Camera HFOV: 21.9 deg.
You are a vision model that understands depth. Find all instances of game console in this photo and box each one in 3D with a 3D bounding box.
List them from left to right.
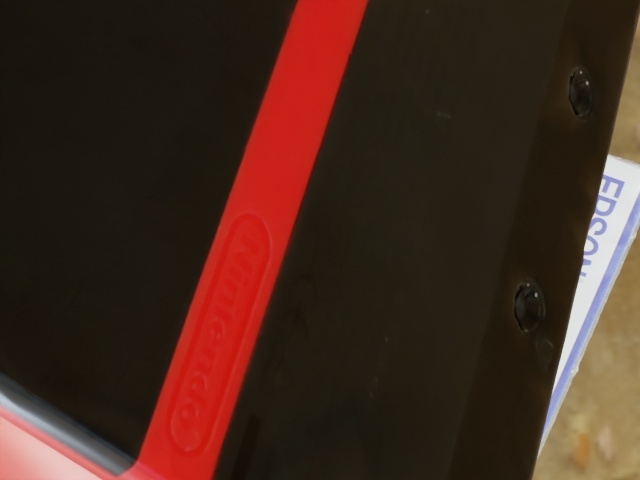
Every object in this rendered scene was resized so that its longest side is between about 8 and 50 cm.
[{"bbox_3d":[-0.007,-0.081,0.541,0.060,0.342,0.387,-7,-125,38],"label":"game console"}]

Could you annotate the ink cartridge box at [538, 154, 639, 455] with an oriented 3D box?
[{"bbox_3d":[0.000,0.000,0.911,0.304,0.307,0.072,104,5,-46],"label":"ink cartridge box"}]
